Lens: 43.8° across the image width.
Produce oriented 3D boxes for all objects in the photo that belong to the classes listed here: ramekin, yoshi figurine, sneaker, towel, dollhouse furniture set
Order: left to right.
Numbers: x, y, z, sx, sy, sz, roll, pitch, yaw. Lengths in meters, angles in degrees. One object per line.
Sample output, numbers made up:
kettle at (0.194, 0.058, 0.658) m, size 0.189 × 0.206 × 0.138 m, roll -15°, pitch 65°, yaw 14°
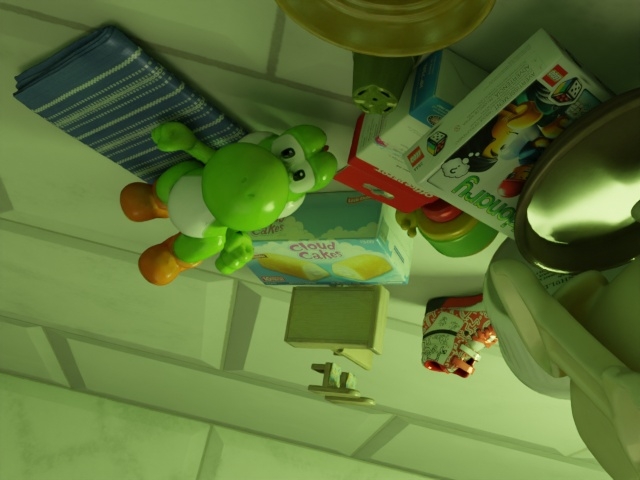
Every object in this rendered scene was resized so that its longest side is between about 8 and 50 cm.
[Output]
towel at (-0.238, -0.164, 1.134) m, size 0.243 × 0.040 × 0.336 m, roll -14°, pitch 144°, yaw 39°
yoshi figurine at (-0.147, -0.056, 1.071) m, size 0.362 × 0.203 × 0.203 m, roll -22°, pitch 133°, yaw 40°
dollhouse furniture set at (0.067, 0.166, 1.398) m, size 0.161 × 0.212 × 0.242 m, roll -1°, pitch 158°, yaw 25°
sneaker at (0.291, 0.165, 1.399) m, size 0.270 × 0.145 × 0.090 m, roll -16°, pitch 142°, yaw 43°
ramekin at (0.345, 0.066, 1.071) m, size 0.273 × 0.273 × 0.127 m, roll -10°, pitch 132°, yaw 38°

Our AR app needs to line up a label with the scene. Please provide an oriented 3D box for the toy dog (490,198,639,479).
toy dog at (0.457, 0.088, 0.826) m, size 0.408 × 0.284 × 0.395 m, roll -32°, pitch 117°, yaw -2°

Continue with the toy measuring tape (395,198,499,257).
toy measuring tape at (0.240, -0.042, 1.058) m, size 0.330 × 0.121 × 0.121 m, roll -9°, pitch 146°, yaw 36°

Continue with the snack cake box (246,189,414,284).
snack cake box at (0.000, 0.000, 1.274) m, size 0.264 × 0.089 × 0.152 m, roll -2°, pitch 151°, yaw 26°

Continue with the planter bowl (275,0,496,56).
planter bowl at (0.058, -0.272, 0.718) m, size 0.217 × 0.090 × 0.217 m, roll 10°, pitch 154°, yaw 5°

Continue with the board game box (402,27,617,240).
board game box at (0.261, -0.086, 0.890) m, size 0.305 × 0.053 × 0.193 m, roll 23°, pitch 125°, yaw -40°

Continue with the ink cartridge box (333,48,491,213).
ink cartridge box at (0.128, -0.125, 0.984) m, size 0.134 × 0.078 × 0.231 m, roll 24°, pitch 151°, yaw -22°

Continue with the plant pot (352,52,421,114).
plant pot at (0.067, -0.186, 0.892) m, size 0.083 × 0.079 × 0.083 m, roll 11°, pitch 153°, yaw 6°

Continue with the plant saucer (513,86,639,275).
plant saucer at (0.335, -0.066, 0.869) m, size 0.278 × 0.041 × 0.278 m, roll -13°, pitch 140°, yaw -11°
